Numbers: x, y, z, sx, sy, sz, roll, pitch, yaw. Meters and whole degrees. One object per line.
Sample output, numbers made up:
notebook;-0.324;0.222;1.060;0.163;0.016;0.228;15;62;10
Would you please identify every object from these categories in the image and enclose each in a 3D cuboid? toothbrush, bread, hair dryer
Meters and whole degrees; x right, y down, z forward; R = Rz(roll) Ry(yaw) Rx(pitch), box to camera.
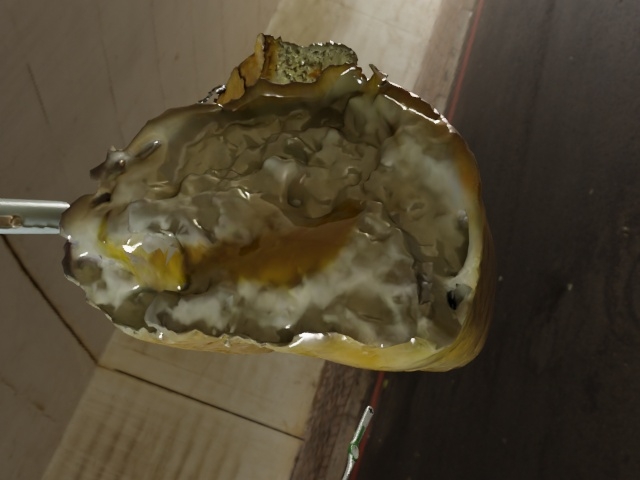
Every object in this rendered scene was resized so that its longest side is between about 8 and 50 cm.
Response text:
toothbrush;0.070;0.428;1.254;0.030;0.030;0.304;-67;-10;25
bread;-0.092;-0.225;1.083;0.279;0.248;0.315;47;133;49
hair dryer;-0.441;-0.032;0.855;0.357;0.173;0.108;-3;-65;-55
bread;0.000;0.000;0.640;0.394;0.361;0.250;33;-119;-67
